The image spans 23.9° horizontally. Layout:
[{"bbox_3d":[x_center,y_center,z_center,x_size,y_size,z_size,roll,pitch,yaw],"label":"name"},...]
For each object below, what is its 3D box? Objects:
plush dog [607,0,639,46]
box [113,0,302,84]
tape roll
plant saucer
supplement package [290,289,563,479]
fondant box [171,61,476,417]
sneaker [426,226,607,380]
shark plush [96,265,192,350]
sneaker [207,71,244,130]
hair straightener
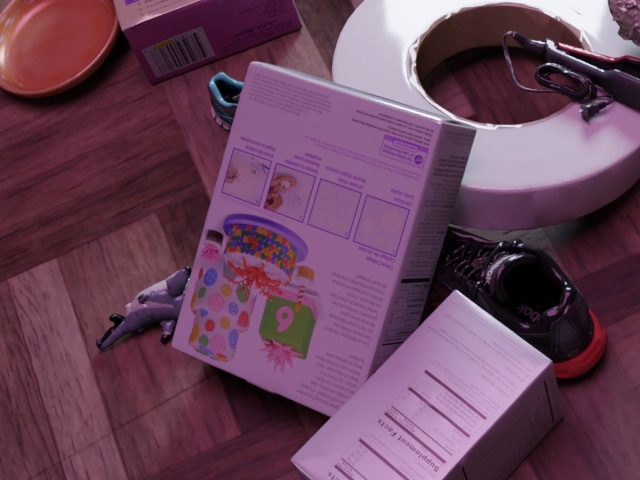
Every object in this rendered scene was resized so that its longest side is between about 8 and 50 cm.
[{"bbox_3d":[0.466,-0.308,1.703,0.210,0.225,0.262,-22,39,41],"label":"plush dog"},{"bbox_3d":[-0.165,-0.358,1.971,0.213,0.117,0.243,-21,56,2],"label":"box"},{"bbox_3d":[0.206,-0.180,1.733,0.392,0.072,0.392,-2,51,3],"label":"tape roll"},{"bbox_3d":[-0.349,-0.268,2.005,0.200,0.037,0.200,-11,58,18],"label":"plant saucer"},{"bbox_3d":[0.111,0.198,1.521,0.244,0.139,0.134,-44,59,-14],"label":"supplement package"},{"bbox_3d":[0.000,0.000,1.609,0.238,0.096,0.330,21,99,27],"label":"fondant box"},{"bbox_3d":[0.178,0.039,1.608,0.276,0.135,0.097,32,73,32],"label":"sneaker"},{"bbox_3d":[-0.185,0.085,1.734,0.161,0.073,0.067,-25,85,-6],"label":"shark plush"},{"bbox_3d":[-0.079,-0.151,1.838,0.166,0.076,0.065,30,71,30],"label":"sneaker"},{"bbox_3d":[0.296,-0.175,1.644,0.230,0.047,0.089,24,56,21],"label":"hair straightener"}]
